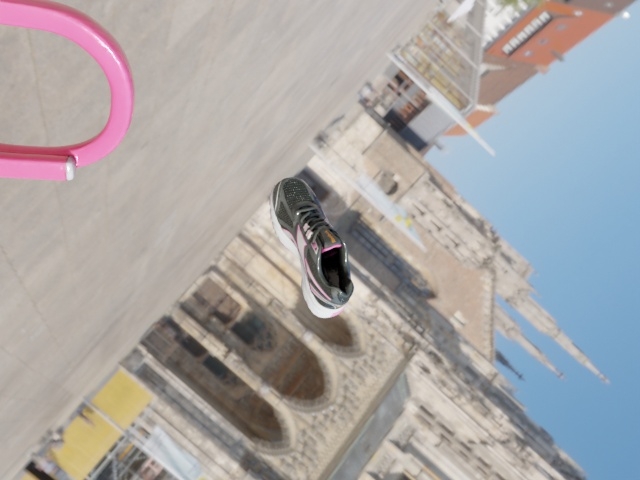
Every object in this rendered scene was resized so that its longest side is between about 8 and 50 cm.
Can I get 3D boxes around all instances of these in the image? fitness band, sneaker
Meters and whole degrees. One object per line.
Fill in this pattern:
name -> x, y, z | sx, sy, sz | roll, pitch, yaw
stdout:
fitness band -> -0.363, -0.175, 0.768 | 0.054, 0.290, 0.209 | -106, -156, -57
sneaker -> 0.000, 0.000, 0.808 | 0.071, 0.178, 0.077 | -21, 171, -27
